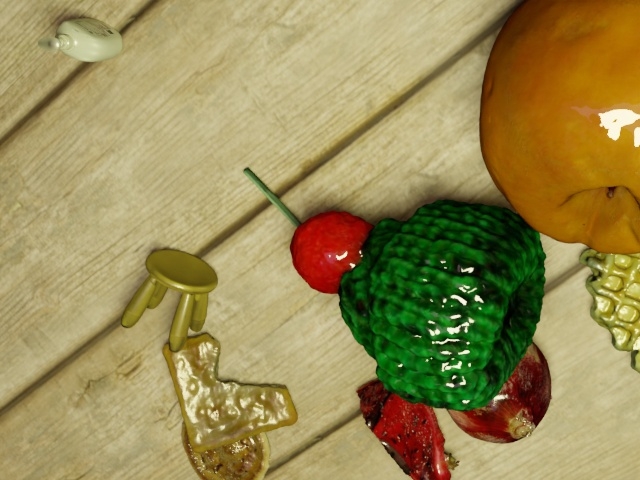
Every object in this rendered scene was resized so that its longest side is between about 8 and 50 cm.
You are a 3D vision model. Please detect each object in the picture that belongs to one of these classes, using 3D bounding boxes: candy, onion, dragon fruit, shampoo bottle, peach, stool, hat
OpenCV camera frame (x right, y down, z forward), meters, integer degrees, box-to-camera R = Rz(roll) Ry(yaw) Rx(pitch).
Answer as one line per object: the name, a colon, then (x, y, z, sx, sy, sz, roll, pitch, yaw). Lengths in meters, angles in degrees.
candy: (0.000, 0.000, 1.402, 0.091, 0.083, 0.305, -40, 81, -16)
onion: (0.244, 0.208, 1.318, 0.160, 0.195, 0.159, -2, 113, -5)
dragon fruit: (0.139, 0.284, 1.410, 0.092, 0.122, 0.192, -32, 92, 5)
shampoo bottle: (-0.336, -0.278, 1.361, 0.077, 0.152, 0.045, 32, 109, 4)
peach: (0.358, -0.160, 1.134, 0.343, 0.342, 0.301, 15, 65, 10)
stool: (-0.220, 0.086, 1.451, 0.134, 0.135, 0.110, 50, 123, 46)
hat: (0.104, 0.064, 1.250, 0.332, 0.274, 0.242, 14, 119, 30)

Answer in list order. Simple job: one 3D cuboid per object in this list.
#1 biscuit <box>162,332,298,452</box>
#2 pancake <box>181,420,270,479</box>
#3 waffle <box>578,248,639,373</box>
biscuit: (-0.143, 0.221, 1.494, 0.174, 0.039, 0.183, -21, 88, 6)
pancake: (-0.151, 0.327, 1.540, 0.158, 0.028, 0.158, 4, 103, 17)
waffle: (0.464, 0.057, 1.294, 0.223, 0.054, 0.204, -26, 97, 17)
